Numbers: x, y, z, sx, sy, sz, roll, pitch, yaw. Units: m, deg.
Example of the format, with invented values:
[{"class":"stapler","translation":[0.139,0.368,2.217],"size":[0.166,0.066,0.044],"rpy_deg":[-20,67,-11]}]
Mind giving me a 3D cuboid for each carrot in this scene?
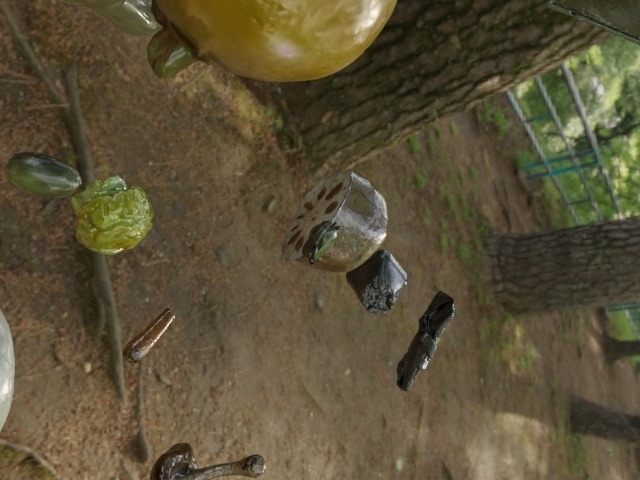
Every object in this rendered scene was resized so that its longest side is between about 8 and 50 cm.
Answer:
[{"class":"carrot","translation":[-0.418,0.235,1.663],"size":[0.161,0.055,0.055],"rpy_deg":[-48,124,-33]}]

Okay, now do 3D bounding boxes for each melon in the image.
[{"class":"melon","translation":[-0.616,-0.144,1.509],"size":[0.162,0.099,0.099],"rpy_deg":[13,60,-12]}]

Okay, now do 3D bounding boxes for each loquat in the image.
[{"class":"loquat","translation":[-0.077,-0.330,0.806],"size":[0.328,0.359,0.328],"rpy_deg":[47,6,-7]}]

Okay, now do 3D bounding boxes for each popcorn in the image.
[{"class":"popcorn","translation":[-0.525,-0.061,1.708],"size":[0.204,0.221,0.184],"rpy_deg":[-5,75,-36]}]

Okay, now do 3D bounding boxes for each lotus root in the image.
[{"class":"lotus root","translation":[0.046,-0.028,1.627],"size":[0.192,0.272,0.272],"rpy_deg":[30,51,-28]}]

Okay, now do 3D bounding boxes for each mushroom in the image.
[{"class":"mushroom","translation":[-0.210,0.462,1.338],"size":[0.227,0.217,0.148],"rpy_deg":[155,-77,-88]}]

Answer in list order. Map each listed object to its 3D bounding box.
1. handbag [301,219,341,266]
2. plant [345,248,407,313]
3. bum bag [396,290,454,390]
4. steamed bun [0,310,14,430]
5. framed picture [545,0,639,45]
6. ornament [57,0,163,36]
[{"class":"handbag","translation":[0.000,0.000,1.370],"size":[0.047,0.111,0.072],"rpy_deg":[40,36,8]},{"class":"plant","translation":[0.170,0.121,2.048],"size":[0.142,0.164,0.256],"rpy_deg":[51,15,-13]},{"class":"bum bag","translation":[0.243,0.238,1.594],"size":[0.123,0.060,0.248],"rpy_deg":[-88,-161,-80]},{"class":"steamed bun","translation":[-0.641,0.222,1.117],"size":[0.177,0.283,0.283],"rpy_deg":[2,77,-48]},{"class":"framed picture","translation":[0.674,-0.563,1.493],"size":[0.209,0.281,0.019],"rpy_deg":[-66,171,23]},{"class":"ornament","translation":[-0.361,-0.423,1.179],"size":[0.230,0.244,0.061],"rpy_deg":[24,65,-69]}]
